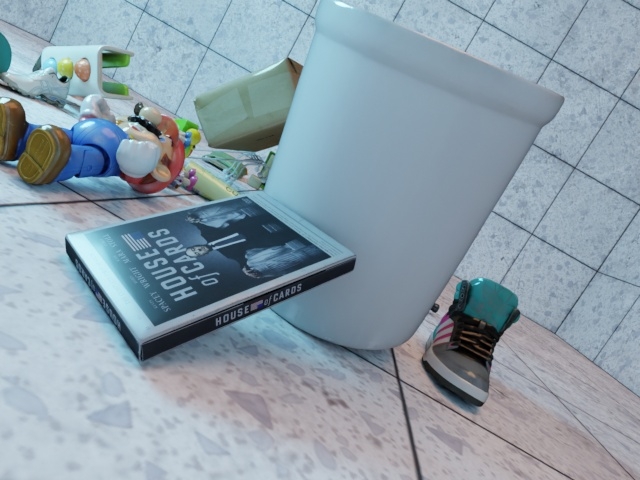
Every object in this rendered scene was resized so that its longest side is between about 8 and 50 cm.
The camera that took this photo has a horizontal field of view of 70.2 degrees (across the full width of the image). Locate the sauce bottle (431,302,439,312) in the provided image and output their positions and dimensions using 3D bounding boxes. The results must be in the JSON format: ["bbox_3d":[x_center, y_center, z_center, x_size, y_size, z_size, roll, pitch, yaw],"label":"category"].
[{"bbox_3d":[0.266,0.158,1.245,0.128,0.042,0.042,31,8,-8],"label":"sauce bottle"}]

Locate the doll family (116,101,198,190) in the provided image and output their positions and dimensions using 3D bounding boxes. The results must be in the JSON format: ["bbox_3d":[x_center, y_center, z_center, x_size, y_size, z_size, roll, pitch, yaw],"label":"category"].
[{"bbox_3d":[-0.370,-0.187,0.973,0.163,0.118,0.263,31,24,-39],"label":"doll family"}]

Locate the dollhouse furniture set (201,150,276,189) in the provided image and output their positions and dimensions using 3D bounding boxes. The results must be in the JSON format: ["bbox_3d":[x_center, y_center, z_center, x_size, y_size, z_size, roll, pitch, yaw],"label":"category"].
[{"bbox_3d":[-0.282,-0.311,1.773,0.301,0.151,0.197,29,8,-7],"label":"dollhouse furniture set"}]

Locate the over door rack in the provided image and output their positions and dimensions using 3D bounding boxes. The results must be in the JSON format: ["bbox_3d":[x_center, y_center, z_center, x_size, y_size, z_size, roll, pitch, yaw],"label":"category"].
[{"bbox_3d":[-0.340,-0.259,1.493,0.324,0.108,0.239,12,14,-18],"label":"over door rack"}]

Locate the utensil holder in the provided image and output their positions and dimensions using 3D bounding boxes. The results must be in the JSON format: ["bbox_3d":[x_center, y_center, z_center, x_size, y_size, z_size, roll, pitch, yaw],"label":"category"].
[{"bbox_3d":[0.088,-0.086,0.655,0.327,0.386,0.328,18,25,-9],"label":"utensil holder"}]

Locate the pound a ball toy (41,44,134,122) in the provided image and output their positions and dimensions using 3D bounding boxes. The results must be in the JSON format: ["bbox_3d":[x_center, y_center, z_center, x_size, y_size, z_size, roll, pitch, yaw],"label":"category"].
[{"bbox_3d":[-0.618,-0.408,1.214,0.319,0.208,0.135,15,15,32],"label":"pound a ball toy"}]

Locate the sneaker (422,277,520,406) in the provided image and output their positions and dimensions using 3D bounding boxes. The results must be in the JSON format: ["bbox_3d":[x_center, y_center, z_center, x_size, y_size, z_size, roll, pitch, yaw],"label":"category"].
[{"bbox_3d":[0.273,0.158,0.792,0.123,0.179,0.295,31,9,6],"label":"sneaker"}]

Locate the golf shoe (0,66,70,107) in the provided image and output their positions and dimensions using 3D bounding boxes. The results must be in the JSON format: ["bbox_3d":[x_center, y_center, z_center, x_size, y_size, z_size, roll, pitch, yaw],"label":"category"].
[{"bbox_3d":[-0.677,-0.384,1.086,0.069,0.086,0.176,33,10,8],"label":"golf shoe"}]

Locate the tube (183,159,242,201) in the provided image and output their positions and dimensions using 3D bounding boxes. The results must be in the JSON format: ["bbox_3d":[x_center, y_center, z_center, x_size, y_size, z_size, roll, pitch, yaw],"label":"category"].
[{"bbox_3d":[-0.219,-0.103,1.089,0.240,0.062,0.070,33,48,-16],"label":"tube"}]

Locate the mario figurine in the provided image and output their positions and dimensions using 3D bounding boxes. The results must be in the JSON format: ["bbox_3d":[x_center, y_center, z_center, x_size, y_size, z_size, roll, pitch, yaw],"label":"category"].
[{"bbox_3d":[-0.322,-0.170,0.705,0.198,0.170,0.320,64,19,0],"label":"mario figurine"}]

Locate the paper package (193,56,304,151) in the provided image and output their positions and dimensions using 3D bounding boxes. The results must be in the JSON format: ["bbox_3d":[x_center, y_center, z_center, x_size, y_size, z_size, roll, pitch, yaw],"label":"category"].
[{"bbox_3d":[-0.158,-0.399,1.409,0.324,0.168,0.309,-14,2,23],"label":"paper package"}]

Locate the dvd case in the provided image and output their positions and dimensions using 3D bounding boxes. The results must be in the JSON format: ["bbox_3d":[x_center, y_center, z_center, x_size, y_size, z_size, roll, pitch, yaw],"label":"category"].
[{"bbox_3d":[-0.108,0.015,0.472,0.238,0.030,0.179,-19,41,-39],"label":"dvd case"}]

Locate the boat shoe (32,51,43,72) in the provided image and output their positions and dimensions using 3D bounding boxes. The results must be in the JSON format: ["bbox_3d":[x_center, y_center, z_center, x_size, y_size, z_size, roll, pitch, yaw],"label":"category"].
[{"bbox_3d":[-0.823,-0.550,1.518,0.119,0.123,0.324,33,15,-15],"label":"boat shoe"}]

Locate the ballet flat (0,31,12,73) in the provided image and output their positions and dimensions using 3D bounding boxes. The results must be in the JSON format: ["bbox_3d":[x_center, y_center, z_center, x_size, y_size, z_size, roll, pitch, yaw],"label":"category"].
[{"bbox_3d":[-0.728,-0.393,0.910,0.123,0.123,0.348,26,9,-26],"label":"ballet flat"}]

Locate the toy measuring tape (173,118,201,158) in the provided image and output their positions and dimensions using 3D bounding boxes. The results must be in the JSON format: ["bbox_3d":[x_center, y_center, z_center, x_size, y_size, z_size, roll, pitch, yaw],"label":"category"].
[{"bbox_3d":[-0.453,-0.273,1.259,0.330,0.122,0.121,8,-5,33],"label":"toy measuring tape"}]
